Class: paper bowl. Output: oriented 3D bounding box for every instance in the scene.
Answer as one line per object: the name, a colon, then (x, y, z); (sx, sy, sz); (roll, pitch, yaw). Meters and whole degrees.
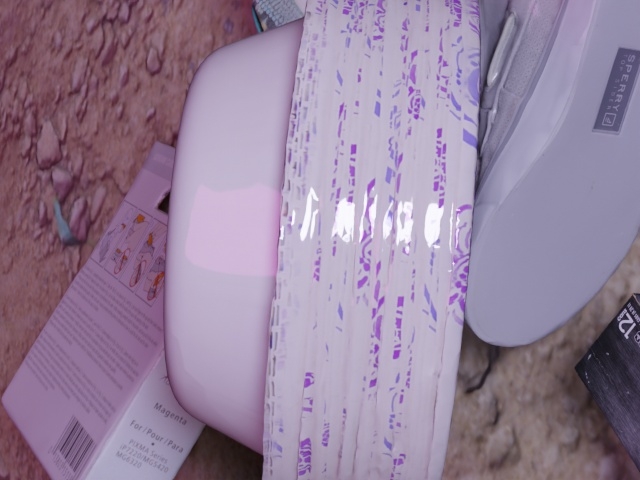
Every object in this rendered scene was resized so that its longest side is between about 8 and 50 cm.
paper bowl: (0.000, 0.000, 0.901); (0.284, 0.148, 0.284); (4, -90, -88)

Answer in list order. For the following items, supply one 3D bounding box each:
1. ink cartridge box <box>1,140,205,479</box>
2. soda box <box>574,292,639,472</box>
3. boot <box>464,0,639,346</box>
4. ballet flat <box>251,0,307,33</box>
ink cartridge box: (-0.123, 0.058, 1.197); (0.239, 0.060, 0.275); (-58, 21, -3)
soda box: (0.193, 0.106, 0.815); (0.060, 0.053, 0.169); (-58, 44, 34)
boot: (0.124, -0.079, 0.914); (0.258, 0.095, 0.123); (-68, 27, 19)
ballet flat: (-0.012, -0.170, 1.116); (0.079, 0.077, 0.221); (-40, 54, 22)
